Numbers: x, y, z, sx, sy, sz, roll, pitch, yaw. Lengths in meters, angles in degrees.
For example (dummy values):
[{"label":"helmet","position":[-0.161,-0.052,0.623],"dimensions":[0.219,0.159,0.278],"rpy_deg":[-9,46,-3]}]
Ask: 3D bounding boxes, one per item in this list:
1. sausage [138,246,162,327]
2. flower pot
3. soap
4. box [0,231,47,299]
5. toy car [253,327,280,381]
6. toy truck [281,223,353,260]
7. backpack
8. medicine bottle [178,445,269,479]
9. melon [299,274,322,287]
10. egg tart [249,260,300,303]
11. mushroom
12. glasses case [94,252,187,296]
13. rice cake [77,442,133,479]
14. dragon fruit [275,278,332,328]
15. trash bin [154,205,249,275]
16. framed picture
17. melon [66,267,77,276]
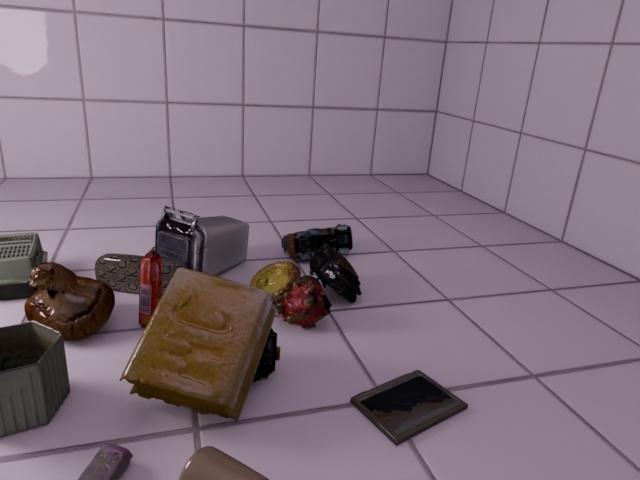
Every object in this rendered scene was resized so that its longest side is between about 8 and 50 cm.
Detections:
[{"label":"sausage","position":[-0.549,0.147,1.602],"dimensions":[0.074,0.274,0.074],"rpy_deg":[7,21,-3]},{"label":"flower pot","position":[-0.749,0.332,1.208],"dimensions":[0.239,0.190,0.209],"rpy_deg":[-11,26,-31]},{"label":"soap","position":[-0.301,0.267,1.290],"dimensions":[0.293,0.156,0.335],"rpy_deg":[14,57,9]},{"label":"box","position":[-1.122,0.090,1.798],"dimensions":[0.220,0.166,0.290],"rpy_deg":[-5,23,-22]},{"label":"toy car","position":[-0.265,0.316,1.415],"dimensions":[0.301,0.118,0.193],"rpy_deg":[4,51,-6]},{"label":"toy truck","position":[0.000,0.000,2.295],"dimensions":[0.338,0.133,0.184],"rpy_deg":[-9,8,-25]},{"label":"backpack","position":[0.066,0.137,1.911],"dimensions":[0.206,0.133,0.258],"rpy_deg":[32,10,-40]},{"label":"medicine bottle","position":[-0.153,0.504,0.965],"dimensions":[0.252,0.114,0.114],"rpy_deg":[15,24,28]},{"label":"melon","position":[-0.043,0.182,1.850],"dimensions":[0.098,0.098,0.131],"rpy_deg":[-3,21,-17]},{"label":"egg tart","position":[-0.163,0.163,1.834],"dimensions":[0.212,0.090,0.213],"rpy_deg":[-18,32,12]},{"label":"mushroom","position":[-0.778,0.186,1.558],"dimensions":[0.267,0.254,0.267],"rpy_deg":[25,40,-23]},{"label":"glasses case","position":[-0.659,0.126,1.828],"dimensions":[0.354,0.137,0.085],"rpy_deg":[5,20,6]},{"label":"rice cake","position":[-0.465,0.528,0.917],"dimensions":[0.070,0.064,0.399],"rpy_deg":[11,21,2]},{"label":"dragon fruit","position":[-0.060,0.219,1.673],"dimensions":[0.172,0.166,0.160],"rpy_deg":[-29,70,-4]},{"label":"trash bin","position":[-0.468,0.000,2.013],"dimensions":[0.255,0.296,0.367],"rpy_deg":[14,17,27]},{"label":"framed picture","position":[0.238,0.440,1.341],"dimensions":[0.265,0.018,0.192],"rpy_deg":[-11,25,-34]},{"label":"melon","position":[-0.912,0.154,1.742],"dimensions":[0.167,0.114,0.114],"rpy_deg":[28,31,33]}]
